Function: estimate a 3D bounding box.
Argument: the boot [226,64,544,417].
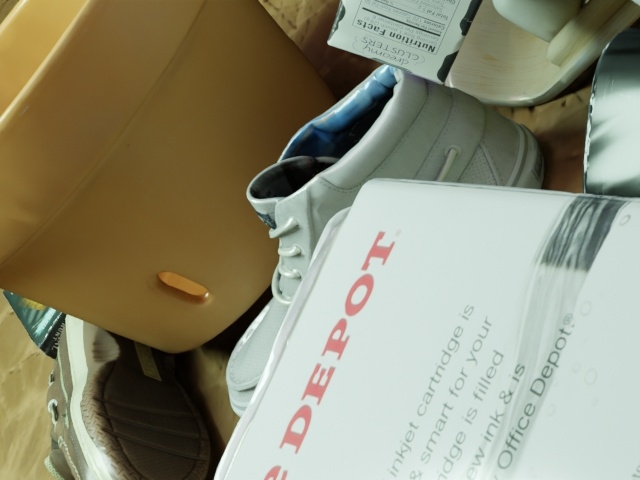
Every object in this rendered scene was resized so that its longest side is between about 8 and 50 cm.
[{"bbox_3d":[0.000,0.000,1.037,0.258,0.123,0.095,-45,32,24],"label":"boot"}]

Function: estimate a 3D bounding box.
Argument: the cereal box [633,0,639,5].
[{"bbox_3d":[0.225,-0.120,0.753,0.240,0.173,0.047,3,68,58],"label":"cereal box"}]

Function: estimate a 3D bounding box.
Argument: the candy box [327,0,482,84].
[{"bbox_3d":[0.075,-0.207,0.920,0.196,0.070,0.165,112,176,-54],"label":"candy box"}]

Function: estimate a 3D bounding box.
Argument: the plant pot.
[{"bbox_3d":[-0.119,-0.064,1.161,0.291,0.203,0.291,-45,21,22],"label":"plant pot"}]

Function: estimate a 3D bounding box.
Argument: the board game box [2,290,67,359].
[{"bbox_3d":[-0.180,-0.008,1.417,0.186,0.026,0.126,-56,30,5],"label":"board game box"}]

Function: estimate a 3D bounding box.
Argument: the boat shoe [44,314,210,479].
[{"bbox_3d":[-0.135,0.129,1.174,0.095,0.095,0.257,-58,19,17],"label":"boat shoe"}]

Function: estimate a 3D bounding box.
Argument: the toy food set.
[{"bbox_3d":[0.154,-0.228,0.965,0.306,0.092,0.220,134,155,-64],"label":"toy food set"}]

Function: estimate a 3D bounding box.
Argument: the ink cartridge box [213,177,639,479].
[{"bbox_3d":[0.120,0.142,0.684,0.395,0.166,0.285,9,71,58],"label":"ink cartridge box"}]

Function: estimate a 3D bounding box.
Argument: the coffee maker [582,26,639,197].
[{"bbox_3d":[0.191,-0.045,0.738,0.178,0.171,0.120,7,69,59],"label":"coffee maker"}]
